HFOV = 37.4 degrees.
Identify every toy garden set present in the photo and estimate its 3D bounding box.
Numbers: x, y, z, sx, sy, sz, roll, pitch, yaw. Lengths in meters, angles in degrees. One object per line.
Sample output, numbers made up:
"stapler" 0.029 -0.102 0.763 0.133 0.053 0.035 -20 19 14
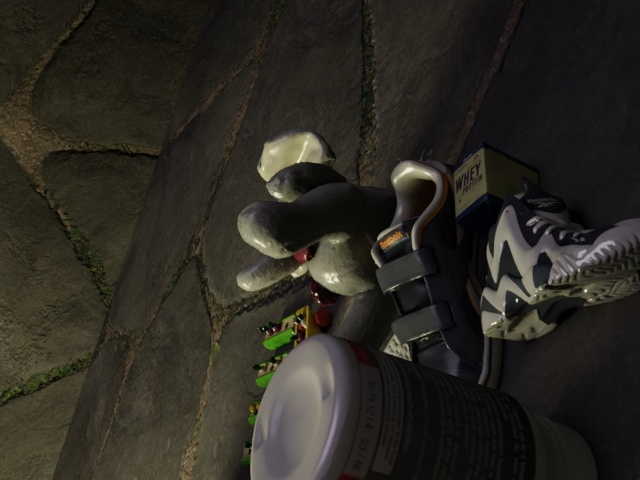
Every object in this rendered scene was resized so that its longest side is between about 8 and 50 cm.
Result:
"toy garden set" -0.066 0.221 1.486 0.204 0.049 0.244 -32 43 56

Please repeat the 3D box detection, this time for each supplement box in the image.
"supplement box" 0.201 -0.051 1.076 0.056 0.083 0.083 -44 32 44

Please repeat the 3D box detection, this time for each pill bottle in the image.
"pill bottle" 0.096 0.197 0.841 0.161 0.283 0.161 -47 32 41

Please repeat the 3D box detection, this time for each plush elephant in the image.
"plush elephant" 0.000 0.000 1.262 0.330 0.271 0.255 -45 24 -30

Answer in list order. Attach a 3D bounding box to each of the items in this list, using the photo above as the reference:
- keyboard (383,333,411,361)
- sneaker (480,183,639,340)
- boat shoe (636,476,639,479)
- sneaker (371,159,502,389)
"keyboard" 0.139 0.085 1.190 0.256 0.014 0.072 -62 24 18
"sneaker" 0.238 -0.007 0.941 0.235 0.094 0.153 128 145 -57
"boat shoe" 0.232 0.254 0.758 0.228 0.076 0.080 -60 25 22
"sneaker" 0.125 0.054 1.090 0.126 0.128 0.321 -33 46 48
